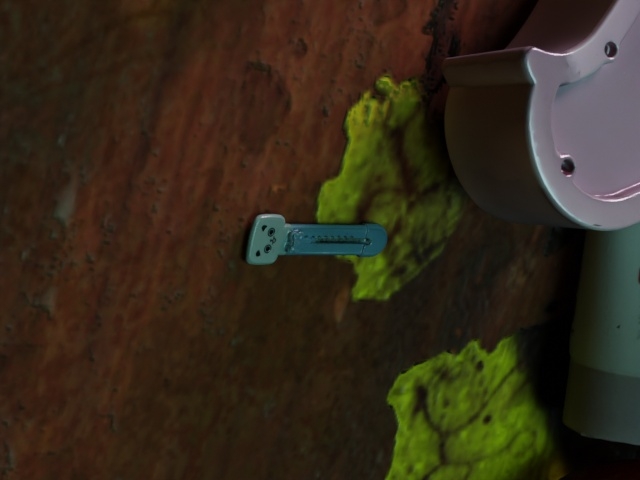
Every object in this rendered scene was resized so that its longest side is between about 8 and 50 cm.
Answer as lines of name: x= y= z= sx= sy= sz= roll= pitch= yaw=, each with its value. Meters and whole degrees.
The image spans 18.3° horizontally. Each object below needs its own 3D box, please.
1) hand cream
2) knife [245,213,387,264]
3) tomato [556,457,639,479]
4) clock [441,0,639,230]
hand cream: x=0.202 y=-0.006 z=1.165 sx=0.133 sy=0.083 sz=0.248 roll=1 pitch=99 yaw=-43
knife: x=0.000 y=0.000 z=1.020 sx=0.096 sy=0.010 sz=0.027 roll=0 pitch=109 yaw=-43
tomato: x=0.163 y=0.192 z=1.204 sx=0.173 sy=0.099 sz=0.189 roll=-26 pitch=166 yaw=-50
clock: x=0.217 y=-0.050 z=1.087 sx=0.275 sy=0.080 sz=0.290 roll=-38 pitch=110 yaw=-25
